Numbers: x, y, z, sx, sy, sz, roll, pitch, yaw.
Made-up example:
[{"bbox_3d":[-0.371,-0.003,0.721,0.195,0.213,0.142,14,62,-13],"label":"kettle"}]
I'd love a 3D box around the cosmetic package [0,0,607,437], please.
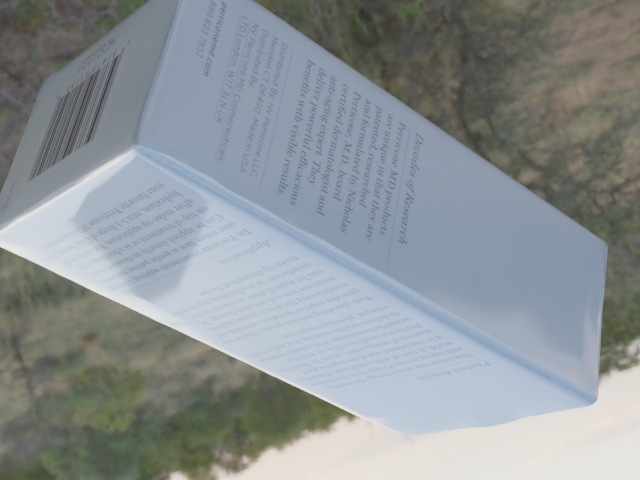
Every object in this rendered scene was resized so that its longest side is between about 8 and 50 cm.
[{"bbox_3d":[0.000,0.000,0.902,0.453,0.161,0.230,30,148,-31],"label":"cosmetic package"}]
